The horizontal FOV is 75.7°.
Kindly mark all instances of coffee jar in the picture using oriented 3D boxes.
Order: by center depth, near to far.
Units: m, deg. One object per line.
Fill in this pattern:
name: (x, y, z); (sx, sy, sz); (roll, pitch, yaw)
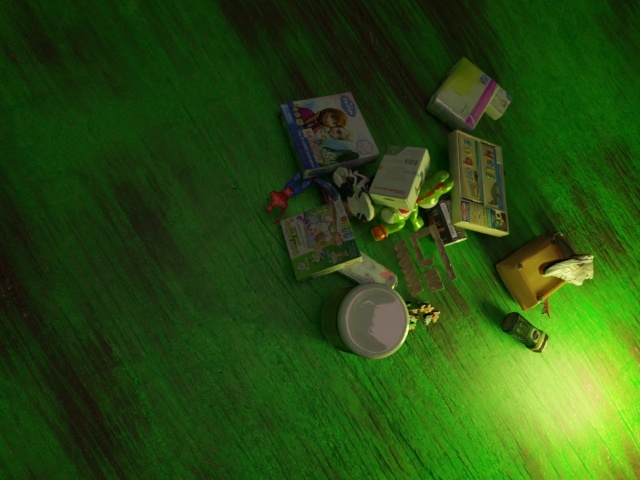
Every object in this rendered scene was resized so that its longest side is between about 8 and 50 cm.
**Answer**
coffee jar: (0.854, 0.385, 1.714); (0.184, 0.079, 0.096); (36, 71, -4)

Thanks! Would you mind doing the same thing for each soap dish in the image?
soap dish: (0.923, 0.132, 1.757); (0.290, 0.118, 0.229); (-29, 88, -18)

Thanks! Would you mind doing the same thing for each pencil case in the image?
pencil case: (0.156, 0.117, 1.572); (0.273, 0.113, 0.124); (35, 58, -5)

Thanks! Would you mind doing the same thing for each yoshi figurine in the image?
yoshi figurine: (0.342, -0.153, 1.609); (0.362, 0.203, 0.203); (-31, 48, 17)

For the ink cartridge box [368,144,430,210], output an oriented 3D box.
ink cartridge box: (0.287, -0.229, 1.491); (0.154, 0.093, 0.212); (14, 71, 30)

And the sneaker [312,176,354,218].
sneaker: (0.040, -0.155, 1.594); (0.087, 0.083, 0.221); (-42, 107, -1)

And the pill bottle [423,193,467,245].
pill bottle: (0.499, -0.103, 1.688); (0.130, 0.130, 0.246); (-16, 84, -16)

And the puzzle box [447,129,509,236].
puzzle box: (0.650, -0.236, 1.701); (0.272, 0.052, 0.409); (10, 72, -25)

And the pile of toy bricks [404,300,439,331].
pile of toy bricks: (0.354, 0.309, 1.603); (0.212, 0.118, 0.105); (-2, 113, -23)

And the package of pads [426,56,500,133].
package of pads: (0.631, -0.641, 1.832); (0.229, 0.101, 0.297); (35, 73, -6)

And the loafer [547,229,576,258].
loafer: (1.100, 0.065, 1.827); (0.094, 0.087, 0.251); (-28, 88, -17)

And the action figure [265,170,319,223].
action figure: (-0.127, -0.172, 1.577); (0.091, 0.139, 0.280); (44, 51, 0)

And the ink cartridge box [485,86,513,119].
ink cartridge box: (0.817, -0.633, 1.902); (0.088, 0.052, 0.122); (37, 75, -5)

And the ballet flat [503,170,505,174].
ballet flat: (0.738, -0.319, 1.836); (0.173, 0.049, 0.058); (26, 74, -1)

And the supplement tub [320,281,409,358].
supplement tub: (0.135, 0.274, 1.425); (0.240, 0.331, 0.241); (2, 80, -13)

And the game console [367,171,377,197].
game console: (0.241, -0.225, 1.639); (0.124, 0.144, 0.085); (-15, 85, -16)

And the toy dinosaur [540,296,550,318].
toy dinosaur: (0.977, 0.280, 1.772); (0.047, 0.090, 0.082); (5, 111, -28)

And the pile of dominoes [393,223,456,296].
pile of dominoes: (0.416, 0.085, 1.662); (0.195, 0.040, 0.251); (-21, 84, 13)

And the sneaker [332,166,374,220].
sneaker: (0.161, -0.184, 1.582); (0.153, 0.094, 0.235); (-14, 60, -47)

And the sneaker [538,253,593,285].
sneaker: (1.009, 0.130, 1.670); (0.262, 0.099, 0.121); (-10, 87, -15)

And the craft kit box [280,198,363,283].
craft kit box: (0.000, 0.000, 1.509); (0.246, 0.061, 0.250); (-22, 65, 6)

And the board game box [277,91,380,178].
board game box: (0.030, -0.422, 1.626); (0.317, 0.066, 0.319); (-16, 72, -17)
